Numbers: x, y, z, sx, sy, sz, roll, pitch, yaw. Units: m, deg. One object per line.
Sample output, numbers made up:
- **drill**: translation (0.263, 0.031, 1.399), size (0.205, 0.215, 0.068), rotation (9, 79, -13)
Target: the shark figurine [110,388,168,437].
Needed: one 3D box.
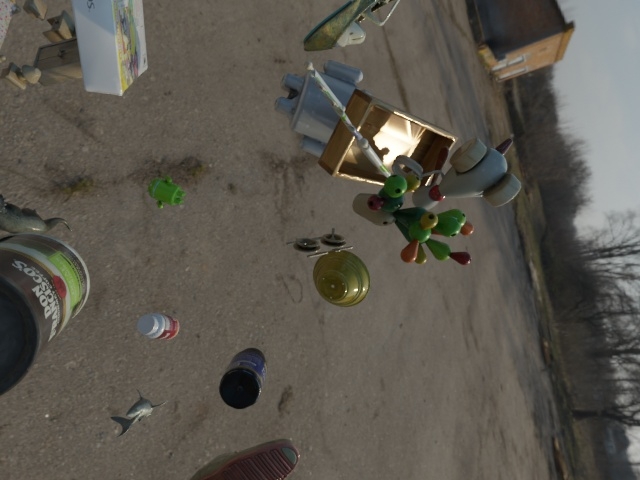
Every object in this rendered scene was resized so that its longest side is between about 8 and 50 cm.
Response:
- **shark figurine**: translation (-0.706, 0.641, 1.564), size (0.166, 0.278, 0.116), rotation (-19, 70, -45)

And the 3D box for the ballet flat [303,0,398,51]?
- **ballet flat**: translation (0.111, -0.612, 1.100), size (0.123, 0.348, 0.123), rotation (48, 3, -3)

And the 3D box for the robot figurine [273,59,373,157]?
- **robot figurine**: translation (0.032, -0.412, 1.294), size (0.200, 0.354, 0.299), rotation (-120, -133, -71)

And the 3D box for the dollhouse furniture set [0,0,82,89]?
- **dollhouse furniture set**: translation (-0.700, -0.556, 0.942), size (0.355, 0.174, 0.303), rotation (63, 21, -63)

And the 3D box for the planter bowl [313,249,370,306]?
- **planter bowl**: translation (0.057, 0.146, 1.407), size (0.090, 0.217, 0.217), rotation (-31, 106, -64)

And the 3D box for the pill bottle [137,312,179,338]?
- **pill bottle**: translation (-0.561, 0.296, 1.398), size (0.152, 0.086, 0.086), rotation (60, 27, -71)

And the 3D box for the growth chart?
- **growth chart**: translation (0.051, -0.224, 0.761), size (0.172, 0.021, 0.237), rotation (29, 29, -60)

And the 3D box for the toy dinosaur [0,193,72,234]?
- **toy dinosaur**: translation (-0.816, -0.060, 1.072), size (0.121, 0.160, 0.313), rotation (-53, 143, -11)

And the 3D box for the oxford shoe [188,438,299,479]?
- **oxford shoe**: translation (-0.240, 0.664, 1.192), size (0.140, 0.397, 0.146), rotation (61, 8, -12)

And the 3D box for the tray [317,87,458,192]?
- **tray**: translation (0.198, -0.252, 1.112), size (0.411, 0.202, 0.076), rotation (2, 36, -45)

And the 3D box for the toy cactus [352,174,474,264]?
- **toy cactus**: translation (0.122, -0.025, 0.599), size (0.219, 0.181, 0.112), rotation (25, 88, -46)

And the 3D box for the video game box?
- **video game box**: translation (-0.254, -0.302, 0.492), size (0.187, 0.048, 0.205), rotation (-114, -152, -56)

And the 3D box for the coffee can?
- **coffee can**: translation (-0.519, 0.104, 0.653), size (0.201, 0.202, 0.275), rotation (69, -12, -15)

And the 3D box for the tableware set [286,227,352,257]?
- **tableware set**: translation (0.000, 0.000, 1.306), size (0.194, 0.128, 0.039), rotation (-10, 116, -37)

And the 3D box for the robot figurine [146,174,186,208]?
- **robot figurine**: translation (-0.479, -0.150, 1.252), size (0.067, 0.115, 0.101), rotation (-86, -162, -75)

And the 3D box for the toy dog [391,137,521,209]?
- **toy dog**: translation (0.369, -0.178, 1.049), size (0.161, 0.334, 0.220), rotation (-47, 119, -18)

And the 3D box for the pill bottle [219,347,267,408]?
- **pill bottle**: translation (-0.230, 0.414, 1.253), size (0.219, 0.123, 0.122), rotation (-93, 167, -85)
